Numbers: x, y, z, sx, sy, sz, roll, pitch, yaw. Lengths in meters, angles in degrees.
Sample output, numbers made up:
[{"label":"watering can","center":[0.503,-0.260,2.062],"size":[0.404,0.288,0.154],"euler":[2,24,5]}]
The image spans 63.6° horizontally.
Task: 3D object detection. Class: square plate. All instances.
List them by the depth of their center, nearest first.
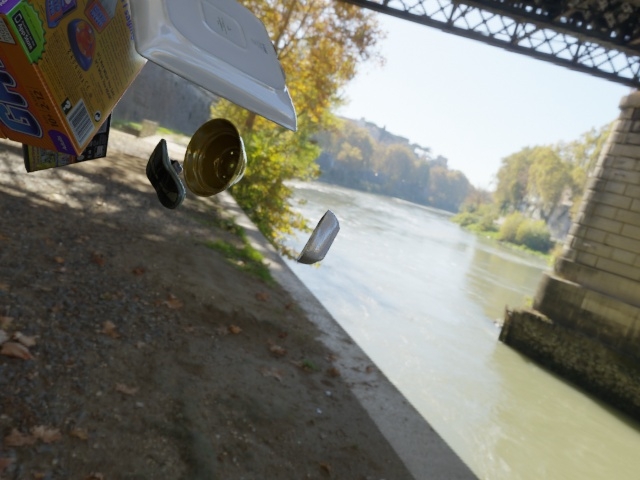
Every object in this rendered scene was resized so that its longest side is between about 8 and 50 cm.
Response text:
[{"label":"square plate","center":[-0.197,-0.397,0.985],"size":[0.344,0.049,0.348],"euler":[17,45,-43]}]

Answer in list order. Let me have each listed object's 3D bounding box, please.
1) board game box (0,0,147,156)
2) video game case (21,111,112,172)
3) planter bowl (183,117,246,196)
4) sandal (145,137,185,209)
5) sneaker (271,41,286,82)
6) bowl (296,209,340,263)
[{"label":"board game box","center":[-0.650,-0.463,1.113],"size":[0.356,0.357,0.357],"euler":[14,-33,7]},{"label":"video game case","center":[-0.779,-0.314,1.588],"size":[0.248,0.035,0.275],"euler":[-21,-13,-33]},{"label":"planter bowl","center":[-0.267,-0.215,1.409],"size":[0.217,0.217,0.090],"euler":[22,4,36]},{"label":"sandal","center":[-0.497,-0.210,1.695],"size":[0.086,0.120,0.303],"euler":[13,40,-47]},{"label":"sneaker","center":[-0.178,-0.608,1.778],"size":[0.178,0.077,0.072],"euler":[63,1,-49]},{"label":"bowl","center":[0.000,0.000,1.294],"size":[0.053,0.142,0.142],"euler":[29,-13,-5]}]
